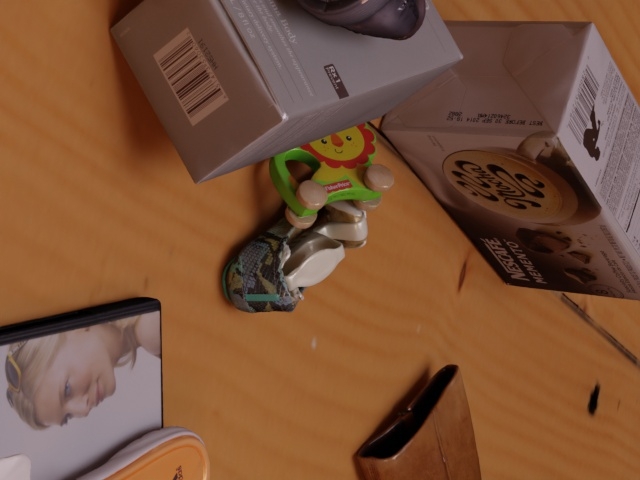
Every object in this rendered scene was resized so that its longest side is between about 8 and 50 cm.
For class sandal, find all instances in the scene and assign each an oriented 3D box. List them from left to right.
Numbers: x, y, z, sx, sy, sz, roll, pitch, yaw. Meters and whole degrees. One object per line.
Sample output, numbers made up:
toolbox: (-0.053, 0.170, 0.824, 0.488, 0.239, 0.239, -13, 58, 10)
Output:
sandal: (-0.132, 0.195, 0.996, 0.265, 0.076, 0.102, -37, 124, -49)

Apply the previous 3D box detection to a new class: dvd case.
dvd case: (-0.184, 0.141, 1.001, 0.253, 0.022, 0.180, -11, 104, -55)

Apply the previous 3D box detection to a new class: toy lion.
toy lion: (0.003, -0.063, 1.212, 0.100, 0.096, 0.034, -16, 152, -33)

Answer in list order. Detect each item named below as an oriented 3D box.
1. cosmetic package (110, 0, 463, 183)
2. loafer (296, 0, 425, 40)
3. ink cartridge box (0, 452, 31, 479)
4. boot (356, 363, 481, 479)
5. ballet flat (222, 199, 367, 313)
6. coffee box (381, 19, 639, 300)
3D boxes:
cosmetic package: (-0.017, -0.136, 1.109, 0.238, 0.107, 0.127, -28, 86, -50)
loafer: (0.001, -0.267, 1.086, 0.095, 0.109, 0.302, 25, 46, -57)
ink cartridge box: (-0.246, 0.170, 0.848, 0.181, 0.061, 0.104, -5, 99, -45)
boot: (0.139, 0.243, 1.480, 0.264, 0.096, 0.280, -34, 115, -41)
ballet flat: (0.000, 0.000, 1.223, 0.188, 0.070, 0.070, -47, 132, -43)
coffee box: (0.201, -0.067, 1.426, 0.297, 0.168, 0.119, 47, 56, -50)
